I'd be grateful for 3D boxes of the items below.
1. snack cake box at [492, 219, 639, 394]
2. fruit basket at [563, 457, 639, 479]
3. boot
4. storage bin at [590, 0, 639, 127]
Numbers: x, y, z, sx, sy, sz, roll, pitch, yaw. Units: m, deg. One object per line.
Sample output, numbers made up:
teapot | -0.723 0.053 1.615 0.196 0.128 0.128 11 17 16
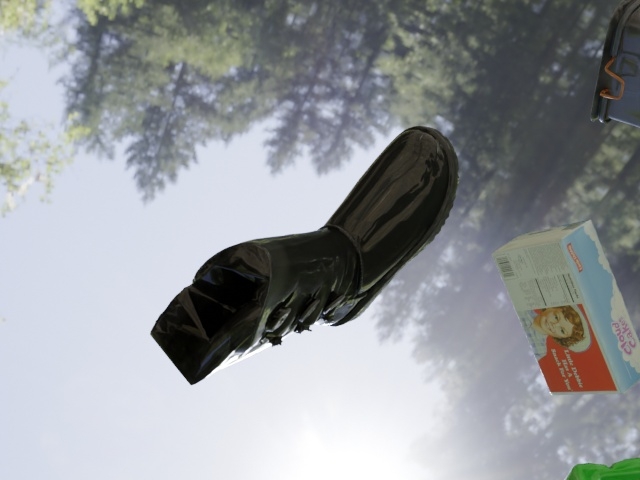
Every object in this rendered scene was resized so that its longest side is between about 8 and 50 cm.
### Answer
snack cake box | 0.400 0.112 1.584 0.089 0.152 0.264 -29 -81 -36
fruit basket | 0.311 0.426 0.899 0.283 0.392 0.392 -5 -130 -6
boot | -0.001 0.002 1.372 0.146 0.367 0.445 37 -160 22
storage bin | 0.322 -0.161 0.942 0.091 0.135 0.098 29 -128 29
